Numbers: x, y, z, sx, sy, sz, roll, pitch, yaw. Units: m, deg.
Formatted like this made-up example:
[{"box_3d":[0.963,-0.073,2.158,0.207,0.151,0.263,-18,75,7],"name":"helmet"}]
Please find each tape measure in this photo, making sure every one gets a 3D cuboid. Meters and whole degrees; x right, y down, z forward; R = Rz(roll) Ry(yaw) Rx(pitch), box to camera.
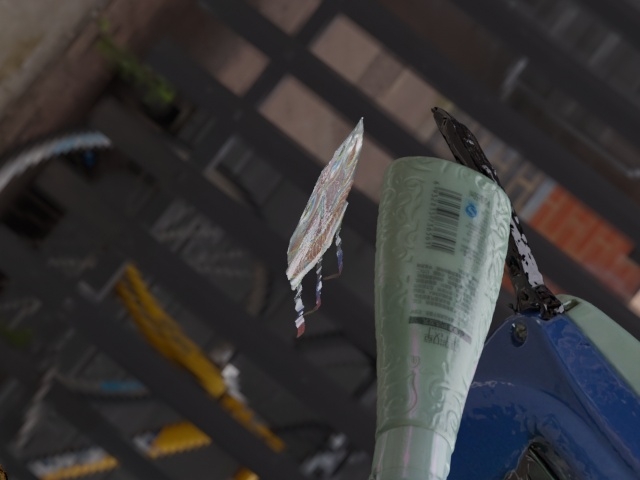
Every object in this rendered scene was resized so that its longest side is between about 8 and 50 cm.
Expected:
[{"box_3d":[0.128,0.102,1.145,0.098,0.351,0.215,-21,154,-37],"name":"tape measure"}]

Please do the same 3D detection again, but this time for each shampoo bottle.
[{"box_3d":[0.052,0.044,0.832,0.041,0.069,0.190,-49,-157,46],"name":"shampoo bottle"}]

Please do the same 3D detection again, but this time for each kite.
[{"box_3d":[0.003,0.001,1.377,0.127,0.016,0.229,-57,167,-24],"name":"kite"}]

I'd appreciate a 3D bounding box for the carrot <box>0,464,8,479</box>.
[{"box_3d":[-0.206,0.164,0.910,0.069,0.069,0.228,-54,-173,13],"name":"carrot"}]
